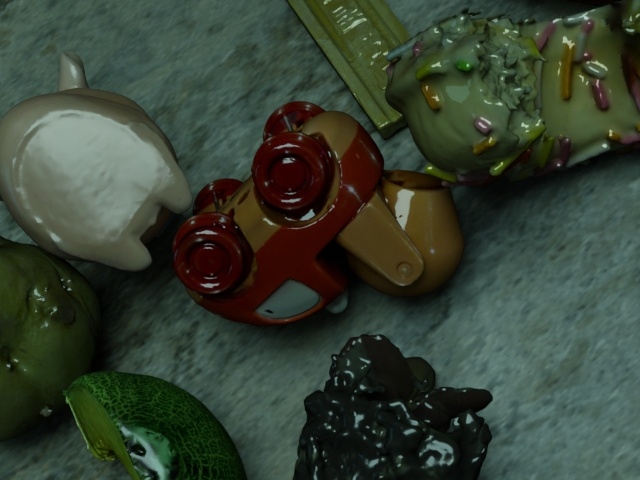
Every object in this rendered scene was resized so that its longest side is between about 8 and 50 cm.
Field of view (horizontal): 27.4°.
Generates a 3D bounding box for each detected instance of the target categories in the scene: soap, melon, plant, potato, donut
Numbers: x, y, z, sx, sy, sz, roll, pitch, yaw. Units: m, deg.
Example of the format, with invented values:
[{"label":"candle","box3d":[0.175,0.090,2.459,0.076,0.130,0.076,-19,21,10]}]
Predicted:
[{"label":"soap","box3d":[0.046,-0.231,1.503,0.092,0.037,0.252,-32,62,-2]},{"label":"melon","box3d":[-0.132,0.216,1.253,0.129,0.169,0.265,-22,73,-21]},{"label":"plant","box3d":[0.067,0.205,1.220,0.178,0.204,0.234,18,78,18]},{"label":"potato","box3d":[-0.402,0.086,1.387,0.351,0.202,0.218,12,72,18]},{"label":"donut","box3d":[0.244,-0.151,1.272,0.371,0.307,0.150,-14,87,-11]}]

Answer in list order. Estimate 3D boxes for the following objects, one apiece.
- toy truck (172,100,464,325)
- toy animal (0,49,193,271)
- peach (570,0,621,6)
[{"label":"toy truck","box3d":[0.000,0.000,1.336,0.239,0.189,0.265,43,106,-11]},{"label":"toy animal","box3d":[-0.245,-0.080,1.414,0.213,0.256,0.195,30,90,-9]},{"label":"peach","box3d":[0.264,-0.450,1.395,0.406,0.310,0.335,30,74,25]}]
